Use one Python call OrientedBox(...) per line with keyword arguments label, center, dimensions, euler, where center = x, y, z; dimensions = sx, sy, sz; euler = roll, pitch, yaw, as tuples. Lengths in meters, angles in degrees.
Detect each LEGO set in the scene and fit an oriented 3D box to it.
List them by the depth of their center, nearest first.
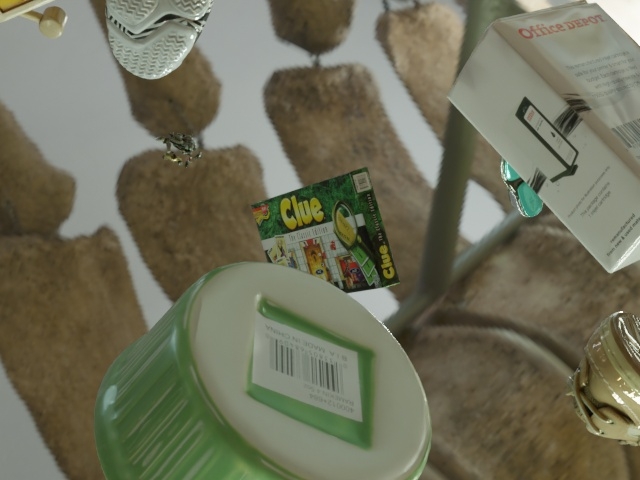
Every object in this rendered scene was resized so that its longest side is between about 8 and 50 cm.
OrientedBox(label="LEGO set", center=(-0.157, -0.109, 1.417), dimensions=(0.054, 0.023, 0.083), euler=(14, -159, -24))

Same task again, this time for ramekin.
OrientedBox(label="ramekin", center=(-0.043, 0.163, 1.162), dimensions=(0.303, 0.148, 0.303), euler=(24, -143, -20))

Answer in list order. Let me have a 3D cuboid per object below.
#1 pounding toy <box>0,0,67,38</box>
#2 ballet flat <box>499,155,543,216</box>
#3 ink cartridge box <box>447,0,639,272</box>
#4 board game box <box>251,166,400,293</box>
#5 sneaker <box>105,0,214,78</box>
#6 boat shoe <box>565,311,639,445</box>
OrientedBox(label="pounding toy", center=(-0.391, -0.330, 1.599), dimensions=(0.094, 0.181, 0.206), euler=(-93, -22, -45))
OrientedBox(label="ballet flat", center=(0.208, -0.073, 1.324), dimensions=(0.041, 0.114, 0.041), euler=(-12, -136, 12))
OrientedBox(label="ink cartridge box", center=(0.225, -0.090, 0.998), dimensions=(0.148, 0.086, 0.203), euler=(-18, -120, -41))
OrientedBox(label="board game box", center=(0.000, 0.000, 1.474), dimensions=(0.030, 0.260, 0.136), euler=(-15, -90, -29))
OrientedBox(label="sneaker", center=(-0.151, -0.388, 1.597), dimensions=(0.137, 0.366, 0.210), euler=(26, -151, 10))
OrientedBox(label="boat shoe", center=(0.325, 0.169, 1.325), dimensions=(0.341, 0.110, 0.121), euler=(37, -152, -61))
